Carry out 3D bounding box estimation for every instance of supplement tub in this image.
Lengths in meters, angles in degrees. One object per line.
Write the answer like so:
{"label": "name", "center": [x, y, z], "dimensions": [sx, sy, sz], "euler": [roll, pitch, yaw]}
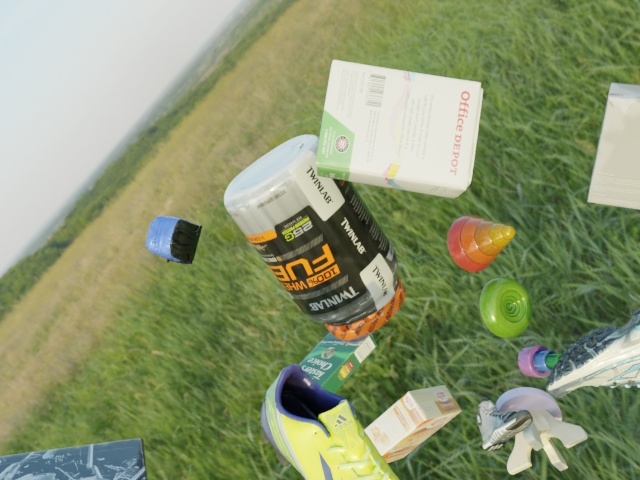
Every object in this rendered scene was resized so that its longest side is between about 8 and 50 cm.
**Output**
{"label": "supplement tub", "center": [0.000, 0.000, 1.144], "dimensions": [0.207, 0.338, 0.207], "euler": [-30, 20, 12]}

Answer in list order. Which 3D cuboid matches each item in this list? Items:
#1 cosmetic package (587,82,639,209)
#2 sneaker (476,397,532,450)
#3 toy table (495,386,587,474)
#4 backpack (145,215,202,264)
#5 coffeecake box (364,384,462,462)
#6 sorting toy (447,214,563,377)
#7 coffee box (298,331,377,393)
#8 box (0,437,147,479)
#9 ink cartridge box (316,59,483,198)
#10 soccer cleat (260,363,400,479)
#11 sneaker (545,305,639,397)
{"label": "cosmetic package", "center": [0.628, -0.190, 1.307], "dimensions": [0.127, 0.237, 0.107], "euler": [13, 32, 20]}
{"label": "sneaker", "center": [0.500, 0.495, 1.822], "dimensions": [0.228, 0.086, 0.132], "euler": [115, 144, -48]}
{"label": "toy table", "center": [0.647, 0.574, 1.931], "dimensions": [0.252, 0.274, 0.160], "euler": [-45, 34, 25]}
{"label": "backpack", "center": [-0.327, -0.001, 1.399], "dimensions": [0.120, 0.101, 0.097], "euler": [39, -122, -76]}
{"label": "coffeecake box", "center": [0.175, 0.380, 1.318], "dimensions": [0.185, 0.142, 0.068], "euler": [-49, 57, 26]}
{"label": "sorting toy", "center": [0.391, 0.105, 1.277], "dimensions": [0.127, 0.365, 0.126], "euler": [-27, 1, -28]}
{"label": "coffee box", "center": [0.018, 0.252, 1.317], "dimensions": [0.184, 0.040, 0.113], "euler": [-42, 27, -27]}
{"label": "box", "center": [-0.435, 0.478, 0.983], "dimensions": [0.312, 0.344, 0.178], "euler": [-143, 53, -67]}
{"label": "ink cartridge box", "center": [0.109, -0.155, 0.916], "dimensions": [0.093, 0.213, 0.154], "euler": [75, -157, -84]}
{"label": "soccer cleat", "center": [0.031, 0.258, 0.757], "dimensions": [0.289, 0.093, 0.121], "euler": [35, 122, 36]}
{"label": "sneaker", "center": [0.488, 0.194, 1.009], "dimensions": [0.283, 0.122, 0.110], "euler": [-40, -3, 32]}
